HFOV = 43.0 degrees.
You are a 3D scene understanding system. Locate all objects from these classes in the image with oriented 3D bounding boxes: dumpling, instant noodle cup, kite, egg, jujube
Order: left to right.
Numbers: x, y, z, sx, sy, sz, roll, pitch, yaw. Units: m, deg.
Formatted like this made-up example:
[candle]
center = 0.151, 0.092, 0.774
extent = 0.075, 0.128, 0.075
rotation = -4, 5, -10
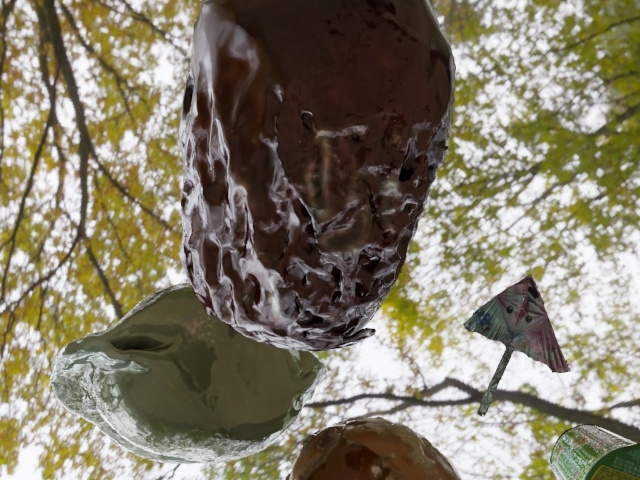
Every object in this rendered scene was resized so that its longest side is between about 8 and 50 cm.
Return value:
[dumpling]
center = -0.163, 0.189, 1.031
extent = 0.320, 0.212, 0.270
rotation = 38, -93, -10
[jujube]
center = -0.014, -0.077, 0.763
extent = 0.258, 0.377, 0.258
rotation = 13, -165, -3
[egg]
center = 0.072, 0.312, 0.971
extent = 0.233, 0.195, 0.195
rotation = 23, -129, 15
[kite]
center = 0.187, 0.106, 0.793
extent = 0.005, 0.137, 0.153
rotation = 6, -81, -38
[instant noodle cup]
center = 0.540, 0.443, 1.517
extent = 0.207, 0.233, 0.207
rotation = 0, -86, -2
